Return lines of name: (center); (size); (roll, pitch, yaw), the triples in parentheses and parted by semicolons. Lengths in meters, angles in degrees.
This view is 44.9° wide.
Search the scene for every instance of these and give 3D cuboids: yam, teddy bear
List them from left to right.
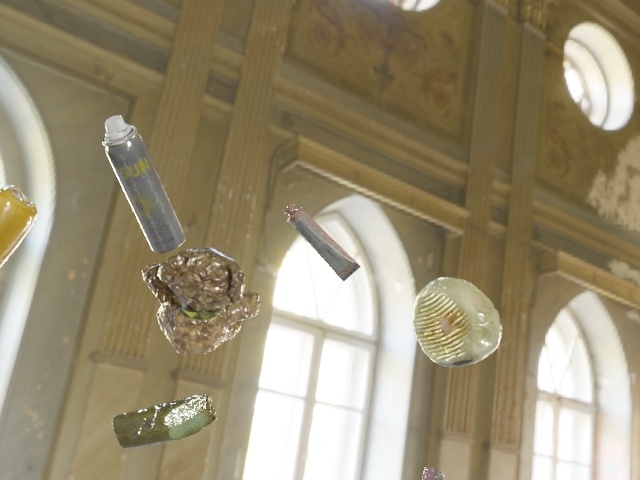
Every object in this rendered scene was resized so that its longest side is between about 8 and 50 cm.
yam: (-0.413, 0.485, 2.067); (0.259, 0.106, 0.106); (-13, -18, -3)
teddy bear: (-0.237, 0.100, 1.556); (0.246, 0.223, 0.296); (22, 12, -1)

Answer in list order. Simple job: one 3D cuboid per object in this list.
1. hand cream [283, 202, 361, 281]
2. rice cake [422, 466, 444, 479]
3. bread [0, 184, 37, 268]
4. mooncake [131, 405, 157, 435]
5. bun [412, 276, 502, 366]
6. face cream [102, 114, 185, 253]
hand cream: (0.000, 0.000, 1.733); (0.210, 0.043, 0.067); (47, -54, 0)
rice cake: (0.221, 0.577, 1.628); (0.047, 0.207, 0.036); (14, 3, 36)
bread: (-0.606, -0.016, 1.466); (0.085, 0.173, 0.134); (34, -2, -10)
mooncake: (-0.389, 0.552, 1.732); (0.057, 0.347, 0.150); (-2, 19, -6)
bun: (0.344, 0.207, 1.930); (0.153, 0.244, 0.244); (-9, -5, -35)
face cream: (-0.342, -0.106, 1.487); (0.073, 0.073, 0.284); (0, -54, 27)
